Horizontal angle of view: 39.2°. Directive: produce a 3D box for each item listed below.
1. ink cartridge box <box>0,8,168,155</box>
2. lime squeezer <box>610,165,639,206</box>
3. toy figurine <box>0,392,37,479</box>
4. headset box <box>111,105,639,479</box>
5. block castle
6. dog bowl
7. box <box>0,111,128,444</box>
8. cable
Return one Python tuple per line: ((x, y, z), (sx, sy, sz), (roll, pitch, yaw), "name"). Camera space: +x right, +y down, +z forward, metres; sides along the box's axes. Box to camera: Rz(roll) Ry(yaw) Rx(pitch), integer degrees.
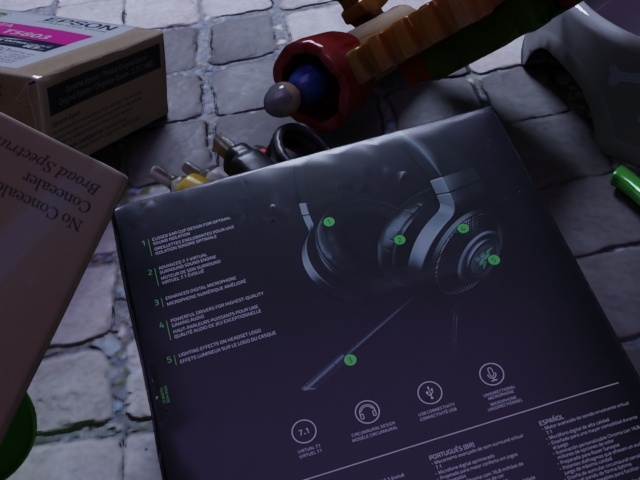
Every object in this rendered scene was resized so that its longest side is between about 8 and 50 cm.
((-0.285, -0.142, 0.803), (0.235, 0.088, 0.193), (10, 28, 18), "ink cartridge box")
((0.328, 0.032, 0.628), (0.310, 0.058, 0.110), (26, 25, 31), "lime squeezer")
((-0.275, 0.066, 0.612), (0.130, 0.173, 0.159), (-46, 31, 16), "toy figurine")
((0.027, 0.076, 0.525), (0.247, 0.131, 0.283), (-17, 57, -6), "headset box")
((0.074, -0.281, 0.661), (0.213, 0.303, 0.453), (-38, 11, -38), "block castle")
((0.359, -0.204, 0.806), (0.349, 0.102, 0.348), (-3, 46, 4), "dog bowl")
((-0.234, 0.080, 0.456), (0.148, 0.121, 0.311), (26, 76, -19), "box")
((0.000, 0.000, 0.711), (0.139, 0.072, 0.287), (-25, 58, -39), "cable")
